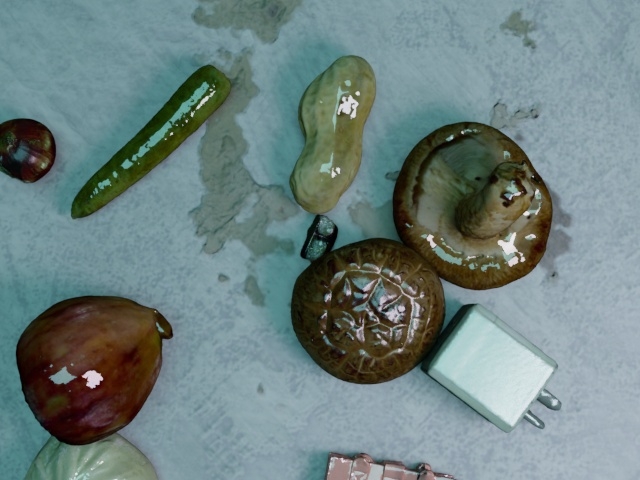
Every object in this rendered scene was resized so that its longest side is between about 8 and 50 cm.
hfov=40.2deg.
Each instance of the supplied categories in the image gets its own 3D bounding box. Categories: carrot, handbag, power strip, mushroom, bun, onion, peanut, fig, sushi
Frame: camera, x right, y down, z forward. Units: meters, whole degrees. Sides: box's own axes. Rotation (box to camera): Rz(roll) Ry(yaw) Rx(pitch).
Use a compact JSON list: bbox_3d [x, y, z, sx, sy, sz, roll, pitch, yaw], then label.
[{"bbox_3d":[-0.294,-0.161,1.495,0.358,0.074,0.074,-44,85,-1],"label":"carrot"},{"bbox_3d":[0.107,0.435,1.432,0.212,0.059,0.157,10,86,1],"label":"handbag"},{"bbox_3d":[0.289,0.219,1.407,0.224,0.140,0.139,37,85,4],"label":"power strip"},{"bbox_3d":[0.076,0.115,1.418,0.253,0.153,0.253,1,100,4],"label":"mushroom"},{"bbox_3d":[-0.379,0.416,1.412,0.231,0.133,0.231,0,86,0],"label":"bun"},{"bbox_3d":[-0.504,-0.155,1.479,0.117,0.118,0.119,32,86,8],"label":"onion"},{"bbox_3d":[0.014,-0.180,1.467,0.125,0.111,0.275,13,85,7],"label":"peanut"},{"bbox_3d":[-0.363,0.199,1.385,0.224,0.263,0.224,13,125,19],"label":"fig"},{"bbox_3d":[0.000,0.000,1.493,0.046,0.044,0.083,25,87,-18],"label":"sushi"},{"bbox_3d":[0.236,-0.061,1.415,0.267,0.254,0.267,-10,69,27],"label":"mushroom"}]
